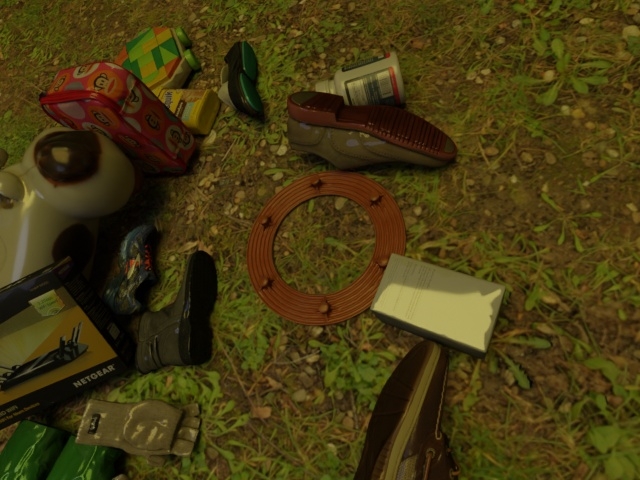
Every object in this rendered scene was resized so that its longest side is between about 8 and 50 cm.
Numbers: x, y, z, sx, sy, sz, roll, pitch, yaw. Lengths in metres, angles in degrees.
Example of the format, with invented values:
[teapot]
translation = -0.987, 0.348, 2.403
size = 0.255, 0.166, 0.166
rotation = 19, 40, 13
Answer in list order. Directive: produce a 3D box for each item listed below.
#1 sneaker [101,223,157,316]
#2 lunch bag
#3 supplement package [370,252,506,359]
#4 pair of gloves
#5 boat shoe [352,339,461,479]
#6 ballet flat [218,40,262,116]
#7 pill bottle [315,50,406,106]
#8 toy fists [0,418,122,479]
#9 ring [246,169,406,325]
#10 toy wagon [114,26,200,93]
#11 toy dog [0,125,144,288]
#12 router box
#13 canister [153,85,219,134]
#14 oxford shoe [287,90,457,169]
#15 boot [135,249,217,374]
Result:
[sneaker]
translation = -0.404, 0.067, 0.898
size = 0.087, 0.083, 0.221
rotation = 9, 70, 3
[lunch bag]
translation = -0.470, -0.269, 0.934
size = 0.258, 0.293, 0.120
rotation = 5, 68, 26
[supplement package]
translation = 0.189, 0.106, 0.647
size = 0.179, 0.105, 0.105
rotation = 18, 74, 25
[pair of gloves]
translation = -0.320, 0.401, 0.692
size = 0.204, 0.042, 0.239
rotation = 6, 71, -14
[boat shoe]
translation = 0.135, 0.321, 0.584
size = 0.123, 0.123, 0.341
rotation = 25, 70, -4
[ballet flat]
translation = -0.206, -0.394, 1.017
size = 0.096, 0.095, 0.280
rotation = -24, 51, 19
[pill bottle]
translation = 0.086, -0.328, 0.869
size = 0.180, 0.108, 0.107
rotation = -12, 64, 14
[toy fists]
translation = -0.503, 0.441, 0.755
size = 0.279, 0.096, 0.142
rotation = 4, 57, 22
[ring]
translation = 0.000, 0.000, 0.802
size = 0.337, 0.032, 0.336
rotation = -7, 67, 16
[toy wagon]
translation = -0.510, -0.535, 1.190
size = 0.267, 0.068, 0.344
rotation = -28, 62, 6
[toy dog]
translation = -0.580, -0.059, 0.855
size = 0.395, 0.285, 0.407
rotation = 41, 97, 23
[router box]
translation = -0.568, 0.206, 0.782
size = 0.309, 0.242, 0.081
rotation = -26, 20, 0
[canister]
translation = -0.362, -0.340, 1.053
size = 0.170, 0.073, 0.126
rotation = 8, 71, 21
[oxford shoe]
translation = 0.097, -0.203, 0.823
size = 0.349, 0.130, 0.123
rotation = 20, 43, 11
[boot]
translation = -0.307, 0.143, 0.824
size = 0.161, 0.083, 0.246
rotation = -11, 63, 21
